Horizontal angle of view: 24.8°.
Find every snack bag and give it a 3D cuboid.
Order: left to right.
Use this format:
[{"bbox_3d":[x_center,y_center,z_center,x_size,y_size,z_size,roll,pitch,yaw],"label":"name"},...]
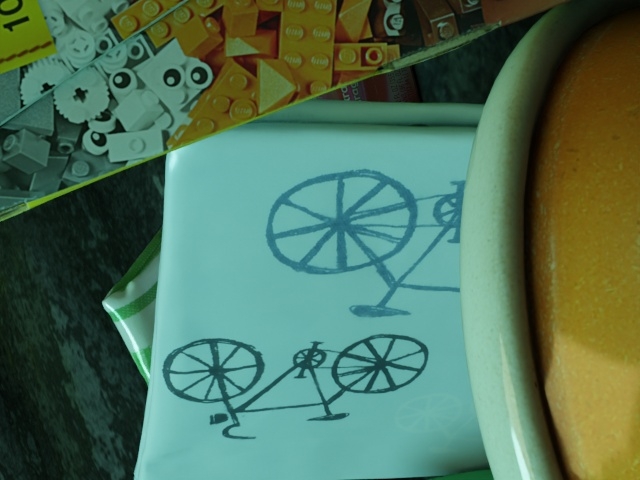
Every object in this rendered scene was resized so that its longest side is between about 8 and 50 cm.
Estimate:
[{"bbox_3d":[0.051,0.048,0.927,0.037,0.323,0.342,-104,18,-44],"label":"snack bag"}]

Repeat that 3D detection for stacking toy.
[{"bbox_3d":[0.330,0.012,0.581,0.480,0.350,0.350,-13,96,38],"label":"stacking toy"}]

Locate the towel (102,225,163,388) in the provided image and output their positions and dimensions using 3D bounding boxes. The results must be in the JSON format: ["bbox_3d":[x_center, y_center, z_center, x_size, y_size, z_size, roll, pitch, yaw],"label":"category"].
[{"bbox_3d":[-0.066,0.133,1.188,0.038,0.248,0.325,-13,111,20],"label":"towel"}]

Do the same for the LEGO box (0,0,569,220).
[{"bbox_3d":[-0.119,-0.165,0.780,0.500,0.372,0.193,-137,27,-76],"label":"LEGO box"}]

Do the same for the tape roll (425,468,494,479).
[{"bbox_3d":[0.133,0.252,0.890,0.321,0.321,0.077,24,126,48],"label":"tape roll"}]

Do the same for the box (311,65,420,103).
[{"bbox_3d":[0.000,0.000,1.110,0.142,0.154,0.300,-5,103,56],"label":"box"}]
